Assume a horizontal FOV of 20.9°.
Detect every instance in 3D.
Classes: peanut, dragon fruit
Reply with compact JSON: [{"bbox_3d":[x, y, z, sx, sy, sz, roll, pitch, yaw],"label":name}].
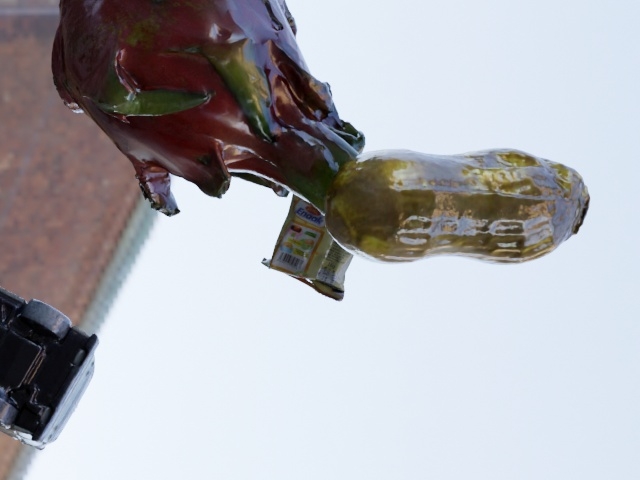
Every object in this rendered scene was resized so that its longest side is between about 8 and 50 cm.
[{"bbox_3d":[0.098,-0.024,1.239,0.087,0.207,0.087,5,-84,64],"label":"peanut"},{"bbox_3d":[-0.081,-0.118,1.304,0.198,0.269,0.200,-50,-157,12],"label":"dragon fruit"}]

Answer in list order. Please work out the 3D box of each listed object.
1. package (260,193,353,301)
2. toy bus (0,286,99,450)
[{"bbox_3d":[-0.001,0.002,2.021,0.031,0.108,0.120,-91,-156,-66],"label":"package"},{"bbox_3d":[-0.414,0.116,2.010,0.143,0.305,0.179,-62,174,-15],"label":"toy bus"}]
